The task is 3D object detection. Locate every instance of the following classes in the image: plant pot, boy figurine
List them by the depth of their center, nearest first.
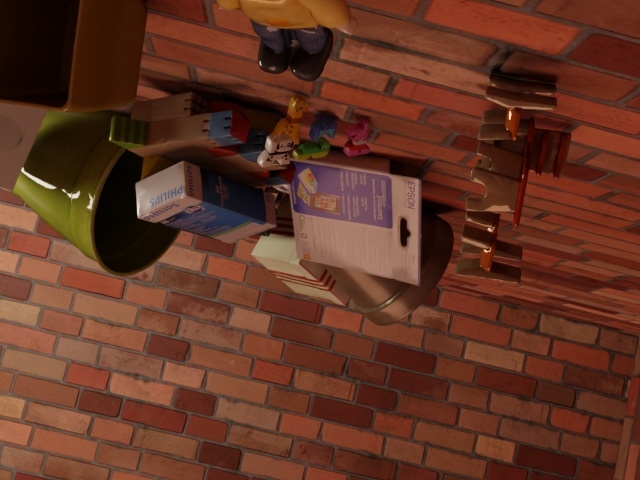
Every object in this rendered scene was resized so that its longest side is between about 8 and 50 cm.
[{"bbox_3d":[-0.044,-0.277,0.963,0.177,0.092,0.285,15,176,8],"label":"boy figurine"},{"bbox_3d":[-0.355,-0.281,1.117,0.212,0.212,0.187,10,-175,21],"label":"plant pot"},{"bbox_3d":[-0.532,-0.151,1.884,0.353,0.366,0.366,23,176,21],"label":"plant pot"},{"bbox_3d":[0.127,0.007,2.059,0.280,0.323,0.323,36,164,-22],"label":"plant pot"}]

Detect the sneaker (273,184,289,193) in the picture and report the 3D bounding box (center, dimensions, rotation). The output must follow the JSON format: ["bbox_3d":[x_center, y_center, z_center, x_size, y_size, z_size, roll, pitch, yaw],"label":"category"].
[{"bbox_3d":[-0.108,-0.161,1.910,0.211,0.080,0.081,12,175,1],"label":"sneaker"}]

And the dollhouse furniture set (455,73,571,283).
[{"bbox_3d":[0.289,-0.100,1.167,0.135,0.262,0.259,10,-155,11],"label":"dollhouse furniture set"}]

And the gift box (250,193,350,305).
[{"bbox_3d":[0.000,0.000,2.296,0.258,0.276,0.255,10,159,47],"label":"gift box"}]

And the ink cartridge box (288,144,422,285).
[{"bbox_3d":[0.083,-0.056,1.803,0.307,0.072,0.303,10,132,17],"label":"ink cartridge box"}]

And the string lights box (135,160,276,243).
[{"bbox_3d":[-0.220,-0.068,1.603,0.133,0.077,0.260,-19,158,31],"label":"string lights box"}]

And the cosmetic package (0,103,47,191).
[{"bbox_3d":[-0.714,-0.252,1.673,0.225,0.224,0.138,21,-171,-42],"label":"cosmetic package"}]

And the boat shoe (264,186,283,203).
[{"bbox_3d":[-0.129,-0.124,2.316,0.045,0.050,0.135,18,173,7],"label":"boat shoe"}]

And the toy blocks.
[{"bbox_3d":[-0.179,-0.190,1.599,0.261,0.190,0.381,-4,165,29],"label":"toy blocks"}]

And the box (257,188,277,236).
[{"bbox_3d":[-0.349,-0.145,2.165,0.395,0.097,0.318,10,159,22],"label":"box"}]

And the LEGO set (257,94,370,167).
[{"bbox_3d":[-0.017,-0.203,1.442,0.227,0.093,0.087,-12,-135,-33],"label":"LEGO set"}]
